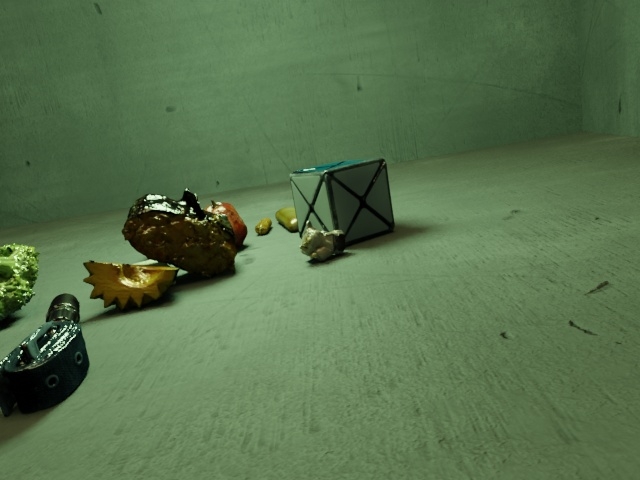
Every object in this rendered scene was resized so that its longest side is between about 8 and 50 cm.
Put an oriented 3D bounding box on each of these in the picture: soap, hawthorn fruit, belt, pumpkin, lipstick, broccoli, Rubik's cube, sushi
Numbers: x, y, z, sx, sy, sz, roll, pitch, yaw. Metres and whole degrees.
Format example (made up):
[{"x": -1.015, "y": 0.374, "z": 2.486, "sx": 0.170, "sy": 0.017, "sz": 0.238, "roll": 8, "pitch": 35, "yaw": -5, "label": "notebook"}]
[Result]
[{"x": -0.533, "y": 0.108, "z": 1.733, "sx": 0.122, "sy": 0.063, "sz": 0.183, "roll": -15, "pitch": 15, "yaw": -25, "label": "soap"}, {"x": -0.345, "y": -0.048, "z": 2.015, "sx": 0.174, "sy": 0.178, "sz": 0.173, "roll": -7, "pitch": -13, "yaw": -2, "label": "hawthorn fruit"}, {"x": -0.538, "y": 0.228, "z": 1.099, "sx": 0.122, "sy": 0.128, "sz": 0.218, "roll": -9, "pitch": 15, "yaw": 0, "label": "belt"}, {"x": -0.523, "y": 0.129, "z": 1.573, "sx": 0.254, "sy": 0.130, "sz": 0.149, "roll": 4, "pitch": -4, "yaw": -2, "label": "pumpkin"}, {"x": -0.647, "y": 0.199, "z": 1.403, "sx": 0.081, "sy": 0.081, "sz": 0.300, "roll": -15, "pitch": 13, "yaw": -21, "label": "lipstick"}, {"x": -0.962, "y": 0.057, "z": 1.568, "sx": 0.275, "sy": 0.396, "sz": 0.353, "roll": -9, "pitch": 6, "yaw": -4, "label": "broccoli"}, {"x": 0.075, "y": -0.137, "z": 1.899, "sx": 0.259, "sy": 0.254, "sz": 0.260, "roll": -18, "pitch": 16, "yaw": -31, "label": "Rubik's cube"}, {"x": -0.418, "y": -0.032, "z": 1.712, "sx": 0.349, "sy": 0.234, "sz": 0.207, "roll": 17, "pitch": 10, "yaw": -21, "label": "sushi"}]

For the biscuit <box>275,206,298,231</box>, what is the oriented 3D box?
[{"x": -0.050, "y": -0.103, "z": 2.266, "sx": 0.237, "sy": 0.062, "sz": 0.291, "roll": -12, "pitch": 15, "yaw": -12, "label": "biscuit"}]

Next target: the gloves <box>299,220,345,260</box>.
[{"x": 0.004, "y": 0.008, "z": 1.698, "sx": 0.144, "sy": 0.110, "sz": 0.094, "roll": 16, "pitch": -3, "yaw": -18, "label": "gloves"}]

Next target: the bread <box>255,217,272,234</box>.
[{"x": -0.228, "y": -0.058, "z": 2.234, "sx": 0.052, "sy": 0.044, "sz": 0.157, "roll": -14, "pitch": 13, "yaw": 6, "label": "bread"}]
